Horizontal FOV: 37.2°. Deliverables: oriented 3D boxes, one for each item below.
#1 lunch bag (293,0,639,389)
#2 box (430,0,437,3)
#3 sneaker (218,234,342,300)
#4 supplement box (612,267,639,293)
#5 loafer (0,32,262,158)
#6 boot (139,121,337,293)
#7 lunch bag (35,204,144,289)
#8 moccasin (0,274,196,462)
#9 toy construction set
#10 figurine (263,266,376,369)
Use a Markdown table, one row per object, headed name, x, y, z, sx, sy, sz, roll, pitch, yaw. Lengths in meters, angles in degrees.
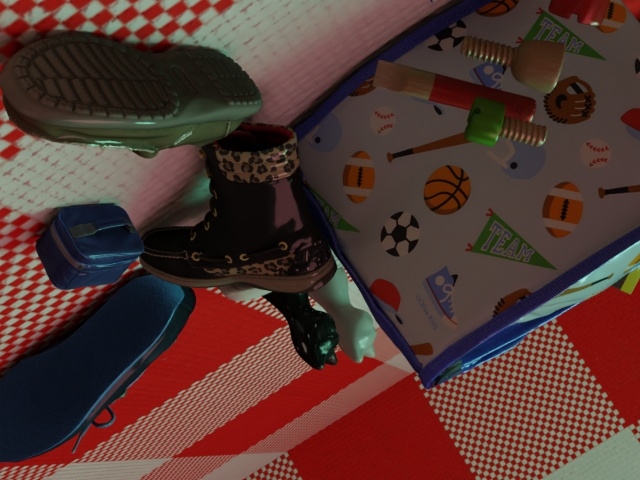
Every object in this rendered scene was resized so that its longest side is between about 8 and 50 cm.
| name | x | y | z | sx | sy | sz | roll | pitch | yaw |
| --- | --- | --- | --- | --- | --- | --- | --- | --- | --- |
| lunch bag | 0.189 | -0.068 | 1.031 | 0.385 | 0.328 | 0.239 | -32 | 162 | -3 |
| box | 0.141 | -0.273 | 0.879 | 0.136 | 0.028 | 0.081 | -33 | 163 | -1 |
| sneaker | 0.000 | 0.000 | 1.169 | 0.297 | 0.111 | 0.129 | -30 | 149 | -27 |
| supplement box | 0.463 | -0.023 | 1.660 | 0.191 | 0.194 | 0.129 | -70 | -175 | -78 |
| loafer | -0.148 | -0.100 | 0.758 | 0.251 | 0.094 | 0.087 | -7 | 147 | -53 |
| boot | -0.105 | -0.038 | 1.004 | 0.085 | 0.236 | 0.178 | -56 | 143 | -46 |
| lunch bag | -0.226 | 0.004 | 0.957 | 0.065 | 0.067 | 0.098 | -43 | 161 | 33 |
| moccasin | -0.287 | 0.177 | 1.223 | 0.342 | 0.138 | 0.117 | -34 | 167 | 12 |
| toy construction set | 0.088 | -0.221 | 0.689 | 0.237 | 0.257 | 0.309 | 14 | 135 | 0 |
| figurine | -0.010 | 0.079 | 1.289 | 0.092 | 0.209 | 0.215 | -37 | 162 | 20 |
